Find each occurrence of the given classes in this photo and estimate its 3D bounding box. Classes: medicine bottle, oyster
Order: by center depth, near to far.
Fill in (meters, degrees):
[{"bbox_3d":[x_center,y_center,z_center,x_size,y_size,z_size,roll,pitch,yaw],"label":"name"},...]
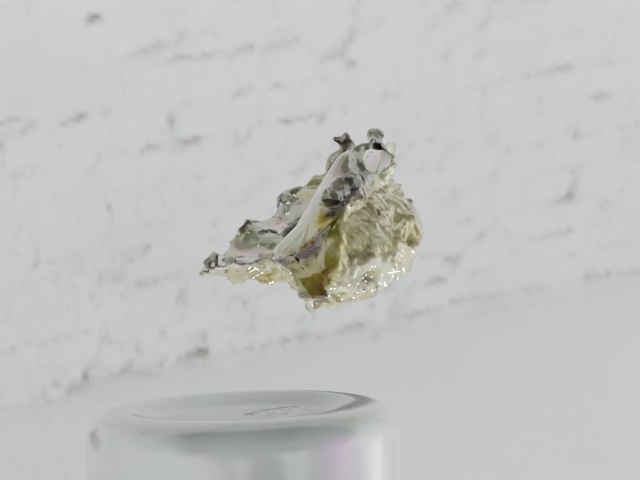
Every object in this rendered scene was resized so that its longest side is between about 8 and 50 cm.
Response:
[{"bbox_3d":[-0.022,0.146,0.578,0.102,0.187,0.103,-2,-178,0],"label":"medicine bottle"},{"bbox_3d":[0.005,-0.005,0.980,0.133,0.209,0.072,-39,-83,-19],"label":"oyster"}]
